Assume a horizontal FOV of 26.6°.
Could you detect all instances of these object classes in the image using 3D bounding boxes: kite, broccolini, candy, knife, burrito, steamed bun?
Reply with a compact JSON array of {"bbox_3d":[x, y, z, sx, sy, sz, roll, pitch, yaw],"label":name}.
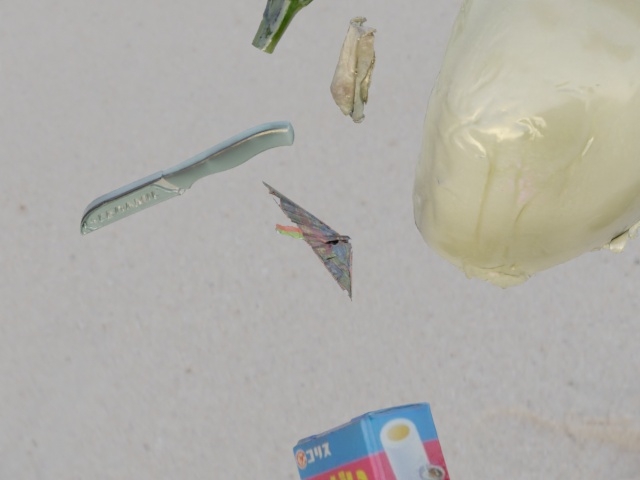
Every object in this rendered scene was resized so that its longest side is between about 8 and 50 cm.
[{"bbox_3d":[0.000,0.000,1.954,0.014,0.183,0.241,-48,57,22],"label":"kite"},{"bbox_3d":[-0.012,-0.284,1.367,0.091,0.068,0.202,22,84,-9],"label":"broccolini"},{"bbox_3d":[0.081,0.343,1.474,0.100,0.157,0.306,-8,75,-34],"label":"candy"},{"bbox_3d":[-0.108,-0.047,1.026,0.210,0.028,0.015,-21,54,25],"label":"knife"},{"bbox_3d":[0.046,-0.231,1.828,0.055,0.149,0.041,34,44,28],"label":"burrito"},{"bbox_3d":[0.232,-0.131,1.237,0.233,0.312,0.334,18,63,9],"label":"steamed bun"}]
